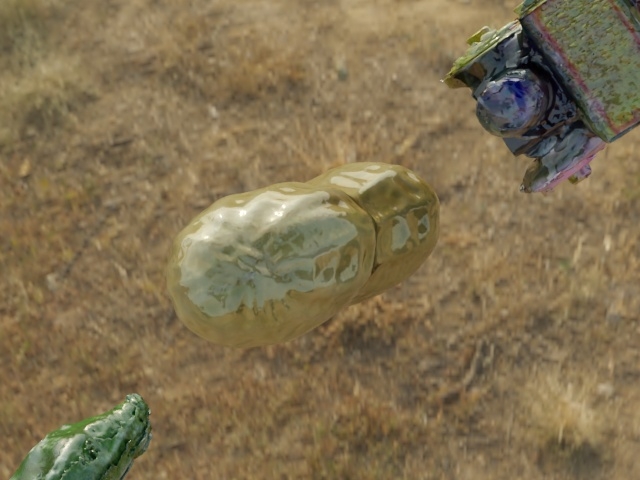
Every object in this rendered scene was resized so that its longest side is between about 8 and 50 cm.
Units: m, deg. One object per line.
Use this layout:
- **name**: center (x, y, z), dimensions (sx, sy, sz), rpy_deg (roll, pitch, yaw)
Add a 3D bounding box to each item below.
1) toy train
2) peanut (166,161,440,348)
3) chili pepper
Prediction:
- **toy train**: center (0.207, -0.139, 1.074), dimensions (0.134, 0.177, 0.261), rpy_deg (54, 32, -2)
- **peanut**: center (0.000, 0.000, 1.043), dimensions (0.274, 0.125, 0.111), rpy_deg (-24, 85, -53)
- **chili pepper**: center (-0.136, 0.161, 0.651), dimensions (0.088, 0.059, 0.227), rpy_deg (30, 57, 2)
